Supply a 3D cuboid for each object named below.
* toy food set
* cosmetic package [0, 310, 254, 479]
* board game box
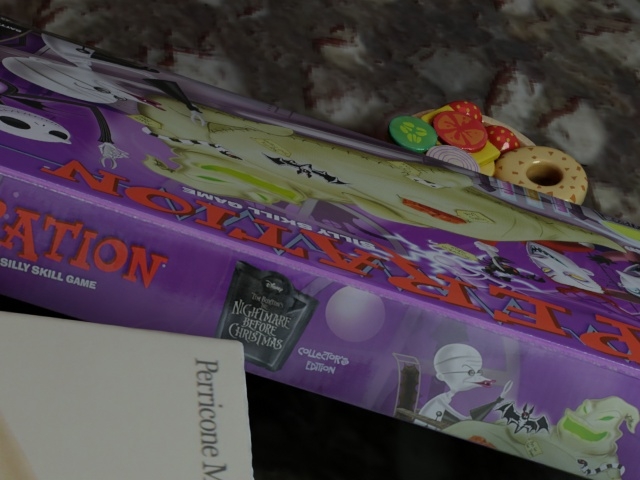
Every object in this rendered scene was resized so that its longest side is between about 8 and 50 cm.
[{"bbox_3d":[0.069,-0.031,0.817,0.082,0.020,0.083,-26,60,-40],"label":"toy food set"},{"bbox_3d":[-0.177,0.099,0.512,0.309,0.113,0.160,7,44,-15],"label":"cosmetic package"},{"bbox_3d":[0.000,0.000,0.677,0.347,0.056,0.208,18,20,-5],"label":"board game box"}]
